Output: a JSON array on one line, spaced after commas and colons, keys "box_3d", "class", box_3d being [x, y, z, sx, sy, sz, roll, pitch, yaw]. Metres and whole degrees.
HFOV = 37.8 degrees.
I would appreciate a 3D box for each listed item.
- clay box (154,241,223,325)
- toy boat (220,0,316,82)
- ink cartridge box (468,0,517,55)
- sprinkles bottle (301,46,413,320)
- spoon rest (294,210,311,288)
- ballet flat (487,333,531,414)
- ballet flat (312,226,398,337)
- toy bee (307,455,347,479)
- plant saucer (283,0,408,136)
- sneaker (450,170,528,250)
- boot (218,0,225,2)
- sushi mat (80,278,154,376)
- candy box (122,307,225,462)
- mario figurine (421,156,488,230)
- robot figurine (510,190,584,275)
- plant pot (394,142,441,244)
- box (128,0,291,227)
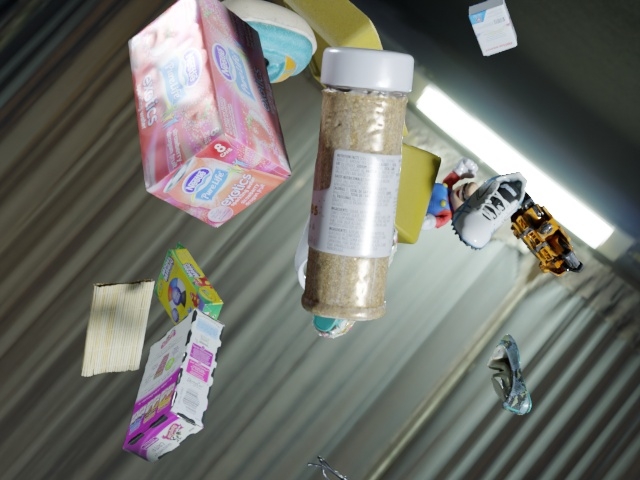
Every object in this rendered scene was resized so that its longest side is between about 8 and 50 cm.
[{"box_3d": [-0.304, 0.117, 2.088, 0.053, 0.127, 0.222, -4, 39, -39], "class": "clay box"}, {"box_3d": [-0.161, -0.333, 1.756, 0.318, 0.148, 0.267, -15, -13, 39], "class": "toy boat"}, {"box_3d": [0.430, -0.533, 2.325, 0.052, 0.088, 0.122, -79, 148, -49], "class": "ink cartridge box"}, {"box_3d": [0.048, -0.076, 1.251, 0.121, 0.356, 0.121, 5, 9, -1], "class": "sprinkles bottle"}, {"box_3d": [0.000, 0.000, 1.909, 0.137, 0.084, 0.276, -112, -153, -51], "class": "spoon rest"}, {"box_3d": [0.360, 0.254, 1.818, 0.070, 0.070, 0.188, 47, 22, -34], "class": "ballet flat"}, {"box_3d": [0.068, 0.072, 1.690, 0.091, 0.241, 0.077, 39, 8, 32], "class": "ballet flat"}, {"box_3d": [0.034, 0.515, 1.649, 0.298, 0.162, 0.195, 42, -12, -18], "class": "toy bee"}, {"box_3d": [0.037, -0.398, 2.001, 0.333, 0.081, 0.333, 51, -9, 39], "class": "plant saucer"}, {"box_3d": [0.304, -0.061, 1.673, 0.085, 0.237, 0.086, 41, -50, 5], "class": "sneaker"}, {"box_3d": [-0.259, -0.636, 2.479, 0.203, 0.095, 0.262, 27, 19, -8], "class": "boot"}, {"box_3d": [-0.506, 0.221, 2.322, 0.019, 0.151, 0.317, 56, -39, 41], "class": "sushi mat"}, {"box_3d": [-0.258, 0.257, 1.662, 0.071, 0.159, 0.233, 33, 39, -24], "class": "candy box"}, {"box_3d": [0.317, -0.123, 2.394, 0.320, 0.198, 0.170, 6, 4, 2], "class": "mario figurine"}, {"box_3d": [0.473, -0.004, 1.989, 0.211, 0.085, 0.291, 54, 8, 12], "class": "robot figurine"}, {"box_3d": [0.110, -0.128, 2.090, 0.187, 0.212, 0.212, 27, -14, -40], "class": "plant pot"}, {"box_3d": [-0.162, -0.193, 1.333, 0.142, 0.154, 0.300, 30, 37, -45], "class": "box"}]
